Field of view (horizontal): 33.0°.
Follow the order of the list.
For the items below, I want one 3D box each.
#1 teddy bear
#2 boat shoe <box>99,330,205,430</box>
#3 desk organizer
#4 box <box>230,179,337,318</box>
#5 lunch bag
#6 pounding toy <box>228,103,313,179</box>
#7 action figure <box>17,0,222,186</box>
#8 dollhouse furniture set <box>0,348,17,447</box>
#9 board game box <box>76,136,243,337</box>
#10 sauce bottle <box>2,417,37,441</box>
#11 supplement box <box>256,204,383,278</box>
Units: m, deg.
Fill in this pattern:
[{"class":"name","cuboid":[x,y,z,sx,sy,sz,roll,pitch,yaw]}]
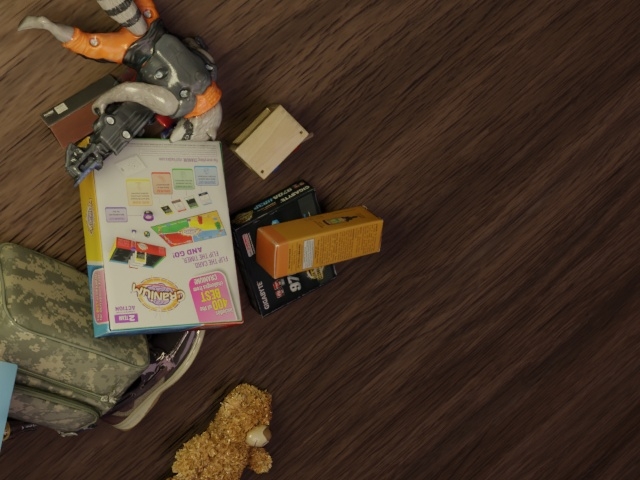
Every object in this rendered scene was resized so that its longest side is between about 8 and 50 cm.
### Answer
[{"class":"teddy bear","cuboid":[-0.201,0.452,2.177,0.338,0.113,0.245,-44,134,-4]},{"class":"boat shoe","cuboid":[-0.316,0.224,1.971,0.285,0.103,0.092,-51,137,10]},{"class":"desk organizer","cuboid":[-0.371,-0.204,1.713,0.130,0.047,0.050,-34,133,-13]},{"class":"box","cuboid":[-0.072,0.016,2.041,0.175,0.051,0.220,-28,128,-18]},{"class":"lunch bag","cuboid":[-0.468,0.189,1.787,0.305,0.212,0.256,26,119,-39]},{"class":"pounding toy","cuboid":[-0.078,-0.171,1.882,0.130,0.141,0.100,-45,104,-2]},{"class":"action figure","cuboid":[-0.281,-0.248,1.610,0.330,0.178,0.341,42,59,-26]},{"class":"dollhouse furniture set","cuboid":[-0.593,0.287,1.535,0.198,0.286,0.303,18,71,-30]},{"class":"board game box","cuboid":[-0.263,-0.008,1.768,0.242,0.064,0.316,-1,78,-33]},{"class":"sauce bottle","cuboid":[-0.566,0.335,1.909,0.128,0.042,0.042,-11,122,-30]},{"class":"supplement box","cuboid":[0.000,0.000,1.993,0.233,0.078,0.080,-15,123,-27]}]
